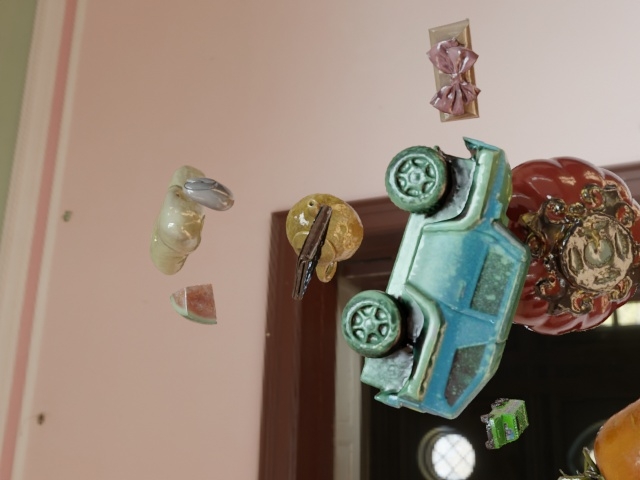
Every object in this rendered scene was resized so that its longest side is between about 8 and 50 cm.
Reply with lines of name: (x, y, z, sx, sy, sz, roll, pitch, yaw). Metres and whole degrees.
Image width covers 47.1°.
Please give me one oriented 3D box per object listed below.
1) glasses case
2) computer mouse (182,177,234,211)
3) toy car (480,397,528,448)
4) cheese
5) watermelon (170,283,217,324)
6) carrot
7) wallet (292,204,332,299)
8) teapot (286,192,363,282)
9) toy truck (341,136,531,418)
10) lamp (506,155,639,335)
glasses case: (0.254, -0.319, 1.410, 0.070, 0.102, 0.194, -130, 27, -68)
computer mouse: (-0.200, -0.089, 1.330, 0.096, 0.039, 0.066, 26, -156, -11)
toy car: (0.386, 0.380, 1.530, 0.165, 0.062, 0.071, -8, -93, -61)
cheese: (-0.422, -0.011, 2.127, 0.351, 0.129, 0.329, -99, 29, -60)
watermelon: (-0.213, 0.113, 1.290, 0.084, 0.092, 0.072, -16, -48, -51)
carrot: (0.582, 0.373, 1.248, 0.193, 0.331, 0.214, 23, -141, -30)
wallet: (-0.018, 0.024, 1.685, 0.230, 0.042, 0.124, -71, -7, -54)
teapot: (0.000, 0.000, 1.932, 0.311, 0.203, 0.167, 83, -152, -45)
toy truck: (0.129, 0.036, 0.764, 0.155, 0.156, 0.279, 19, -92, -72)
lamp: (0.294, 0.006, 0.927, 0.227, 0.226, 0.227, 27, -120, -60)
